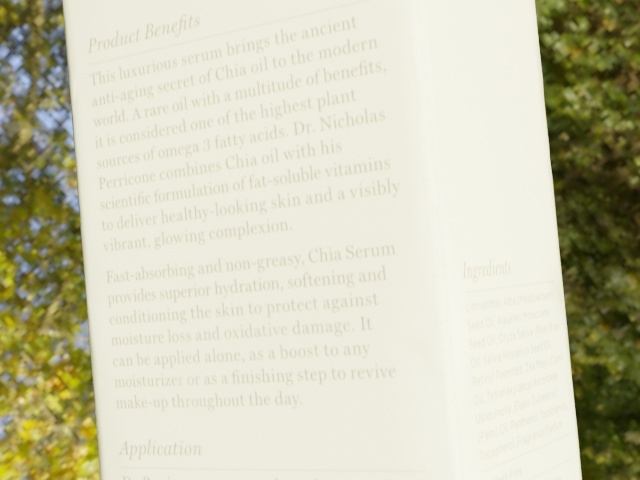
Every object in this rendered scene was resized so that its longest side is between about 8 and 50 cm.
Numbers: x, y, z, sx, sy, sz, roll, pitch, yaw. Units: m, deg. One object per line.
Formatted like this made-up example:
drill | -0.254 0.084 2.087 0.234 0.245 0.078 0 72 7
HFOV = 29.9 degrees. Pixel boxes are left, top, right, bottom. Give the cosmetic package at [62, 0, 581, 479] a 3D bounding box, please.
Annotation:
cosmetic package | 0.000 0.000 0.669 0.161 0.230 0.453 -3 -93 -58
